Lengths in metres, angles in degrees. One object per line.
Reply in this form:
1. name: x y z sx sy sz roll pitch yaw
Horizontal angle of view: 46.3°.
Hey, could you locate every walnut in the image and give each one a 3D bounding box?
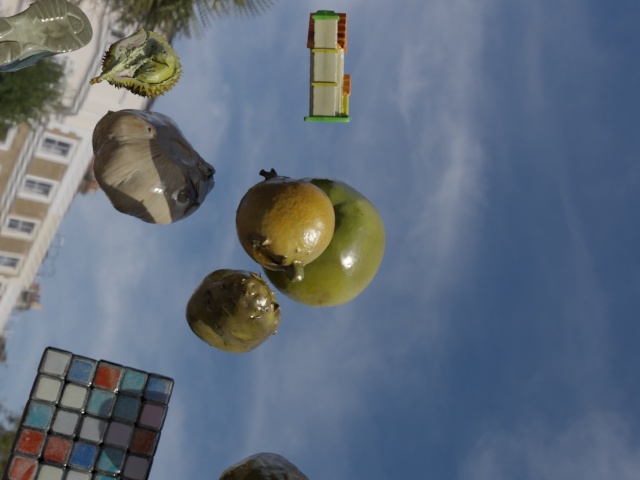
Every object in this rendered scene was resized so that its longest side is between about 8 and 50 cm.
1. walnut: -0.120 0.569 1.523 0.283 0.283 0.227 25 -36 53

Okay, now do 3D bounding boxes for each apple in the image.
1. apple: 0.000 0.000 1.664 0.254 0.291 0.292 91 -3 -70

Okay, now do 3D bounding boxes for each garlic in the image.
1. garlic: -0.414 -0.177 1.802 0.241 0.322 0.322 -48 -139 4

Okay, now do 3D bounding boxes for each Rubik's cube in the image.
1. Rubik's cube: -0.509 0.417 1.661 0.293 0.291 0.287 146 -41 -66

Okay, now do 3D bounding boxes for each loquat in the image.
1. loquat: -0.059 -0.024 1.283 0.149 0.172 0.205 86 -5 -65

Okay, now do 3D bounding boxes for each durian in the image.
1. durian: -0.366 -0.328 1.476 0.146 0.208 0.102 45 -45 11

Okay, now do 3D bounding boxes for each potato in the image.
1. potato: -0.181 0.147 1.608 0.141 0.191 0.296 -57 -171 -30

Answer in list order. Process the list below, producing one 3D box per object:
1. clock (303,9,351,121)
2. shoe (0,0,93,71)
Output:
1. clock: 0.023 -0.411 1.780 0.220 0.106 0.255 -73 165 -79
2. shoe: -0.392 -0.264 0.996 0.099 0.169 0.071 -9 -76 59
